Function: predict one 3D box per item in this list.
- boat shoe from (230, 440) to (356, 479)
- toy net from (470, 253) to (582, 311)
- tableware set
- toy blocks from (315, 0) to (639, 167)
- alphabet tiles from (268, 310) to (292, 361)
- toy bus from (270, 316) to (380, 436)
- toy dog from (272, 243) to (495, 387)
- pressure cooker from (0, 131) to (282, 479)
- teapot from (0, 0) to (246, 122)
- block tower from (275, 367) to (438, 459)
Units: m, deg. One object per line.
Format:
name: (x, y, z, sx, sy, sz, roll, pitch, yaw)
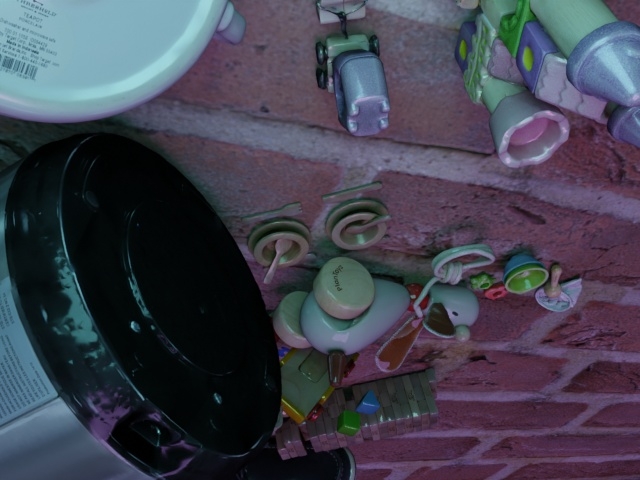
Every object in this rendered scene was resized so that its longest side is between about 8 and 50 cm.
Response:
boat shoe: (-0.170, 0.526, 1.338, 0.500, 0.186, 0.156, -10, 148, 6)
toy net: (0.356, 0.087, 1.039, 0.232, 0.045, 0.122, 23, 130, -37)
tableware set: (0.000, 0.000, 0.835, 0.194, 0.039, 0.128, -14, 142, 2)
toy blocks: (0.165, -0.170, 0.488, 0.309, 0.260, 0.288, -9, 143, -5)
alphabet tiles: (-0.050, 0.180, 1.073, 0.237, 0.009, 0.198, -35, 137, 26)
toy bus: (-0.030, 0.224, 0.971, 0.202, 0.191, 0.104, 6, 138, -23)
toy dog: (0.102, 0.129, 0.909, 0.334, 0.161, 0.220, -5, 153, -10)
pressure cooker: (-0.300, 0.127, 0.647, 0.420, 0.370, 0.375, -28, 136, 14)
teapot: (-0.187, -0.207, 0.416, 0.252, 0.187, 0.256, -31, 128, -20)
block tower: (0.075, 0.348, 1.251, 0.335, 0.097, 0.091, -13, 143, -1)
